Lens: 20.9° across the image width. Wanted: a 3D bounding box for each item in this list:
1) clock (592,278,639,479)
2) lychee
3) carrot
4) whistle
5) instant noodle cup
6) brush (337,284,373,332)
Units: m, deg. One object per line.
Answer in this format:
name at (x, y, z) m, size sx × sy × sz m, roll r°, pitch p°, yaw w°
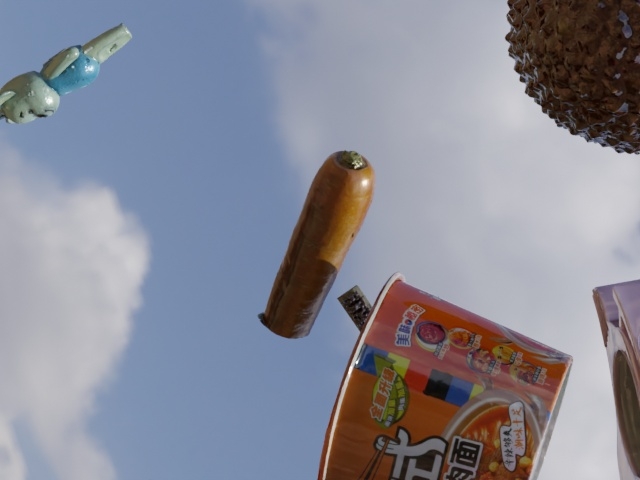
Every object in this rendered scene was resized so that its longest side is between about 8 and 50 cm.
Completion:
clock at (0.391, 0.175, 2.061) m, size 0.275 × 0.080 × 0.290 m, roll 84°, pitch -2°, yaw -53°
lychee at (0.326, -0.213, 1.758) m, size 0.304 × 0.276 × 0.276 m, roll 2°, pitch -72°, yaw 58°
carrot at (0.000, 0.000, 1.769) m, size 0.067 × 0.067 × 0.225 m, roll 53°, pitch -48°, yaw 38°
whistle at (-0.381, -0.243, 2.570) m, size 0.077 × 0.235 × 0.114 m, roll 58°, pitch 1°, yaw 17°
instant noodle cup at (0.126, 0.177, 1.692) m, size 0.192 × 0.250 × 0.250 m, roll 18°, pitch -44°, yaw 11°
brush at (0.111, 0.183, 2.740) m, size 0.248 × 0.043 × 0.036 m, roll 56°, pitch 6°, yaw 0°
